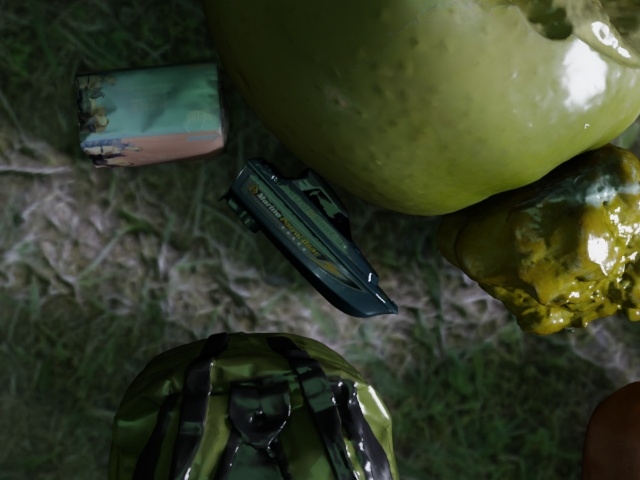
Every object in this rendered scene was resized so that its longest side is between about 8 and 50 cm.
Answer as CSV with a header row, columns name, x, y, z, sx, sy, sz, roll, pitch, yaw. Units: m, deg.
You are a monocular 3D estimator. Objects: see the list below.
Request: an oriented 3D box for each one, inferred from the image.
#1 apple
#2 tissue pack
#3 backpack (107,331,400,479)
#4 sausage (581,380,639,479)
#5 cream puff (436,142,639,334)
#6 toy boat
name,x,y,z,sx,sy,sz,roll,pitch,yaw
apple,0.065,-0.148,0.828,0.279,0.279,0.279,0,90,-2
tissue pack,-0.107,-0.082,0.914,0.094,0.074,0.059,-5,83,-1
backpack,-0.041,0.185,0.883,0.207,0.140,0.253,-3,95,-4
sausage,0.225,0.217,0.909,0.113,0.113,0.259,0,92,-2
cream puff,0.158,0.004,0.899,0.146,0.146,0.116,-30,107,-2
toy boat,0.000,0.000,0.925,0.060,0.055,0.141,-44,91,5
